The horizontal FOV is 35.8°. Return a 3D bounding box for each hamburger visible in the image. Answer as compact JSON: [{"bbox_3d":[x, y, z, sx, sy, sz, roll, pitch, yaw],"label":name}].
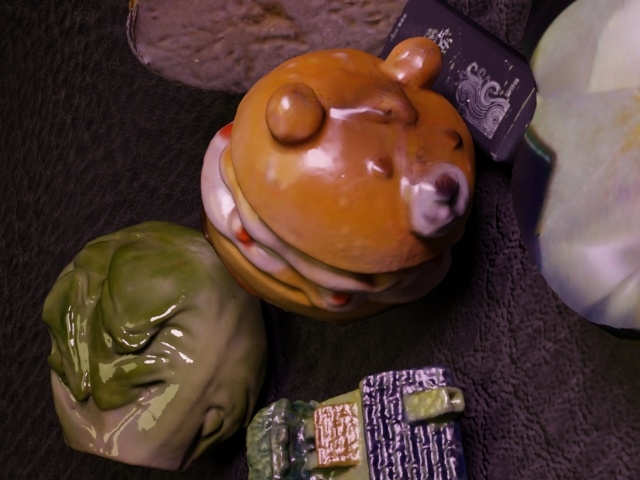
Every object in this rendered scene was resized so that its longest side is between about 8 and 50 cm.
[{"bbox_3d":[0.032,-0.070,0.978,0.236,0.277,0.276,119,145,-54],"label":"hamburger"}]

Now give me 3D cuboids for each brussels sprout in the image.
[{"bbox_3d":[-0.219,0.129,1.281,0.328,0.247,0.327,-24,57,45],"label":"brussels sprout"}]

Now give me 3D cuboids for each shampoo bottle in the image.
[{"bbox_3d":[0.176,-0.152,1.023,0.098,0.071,0.309,-58,44,17],"label":"shampoo bottle"}]

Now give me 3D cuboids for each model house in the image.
[{"bbox_3d":[0.057,0.235,0.972,0.211,0.170,0.193,-30,55,41],"label":"model house"}]

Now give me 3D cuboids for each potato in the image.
[{"bbox_3d":[-0.035,-0.381,1.182,0.397,0.290,0.295,-25,57,25],"label":"potato"}]

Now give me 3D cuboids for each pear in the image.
[{"bbox_3d":[0.335,-0.098,0.738,0.399,0.165,0.398,-18,66,47],"label":"pear"}]

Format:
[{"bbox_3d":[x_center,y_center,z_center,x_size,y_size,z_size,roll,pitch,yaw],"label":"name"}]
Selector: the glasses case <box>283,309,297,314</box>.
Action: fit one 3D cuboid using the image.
[{"bbox_3d":[0.000,0.000,1.211,0.184,0.039,0.077,-58,43,22],"label":"glasses case"}]
